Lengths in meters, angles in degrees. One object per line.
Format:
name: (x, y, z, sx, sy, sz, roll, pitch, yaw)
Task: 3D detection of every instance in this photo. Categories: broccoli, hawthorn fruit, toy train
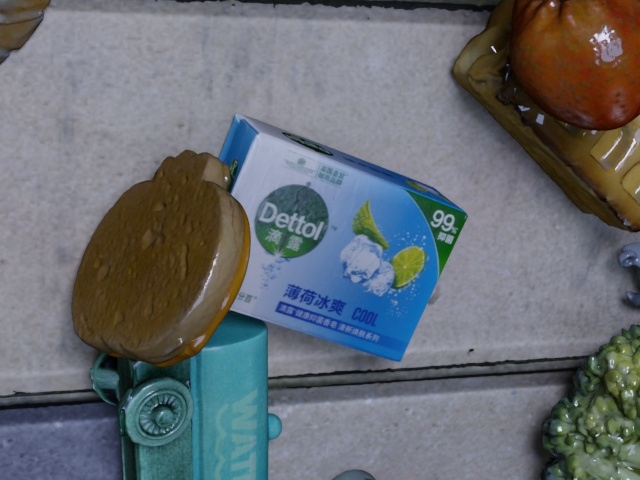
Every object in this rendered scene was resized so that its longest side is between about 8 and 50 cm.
broccoli: (0.342, 0.189, 1.011, 0.263, 0.243, 0.247, -42, 114, -5)
hawthorn fruit: (0.191, -0.140, 0.817, 0.128, 0.128, 0.128, -6, 110, -17)
toy train: (-0.103, 0.170, 0.942, 0.159, 0.101, 0.248, -12, 114, -29)

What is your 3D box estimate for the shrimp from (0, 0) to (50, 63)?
shrimp: (-0.299, -0.162, 0.789, 0.236, 0.053, 0.133, -17, 133, -16)

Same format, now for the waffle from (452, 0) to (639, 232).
waffle: (0.285, -0.189, 0.945, 0.224, 0.098, 0.328, 40, 91, -27)

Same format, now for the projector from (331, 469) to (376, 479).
projector: (-0.014, 0.328, 0.964, 0.250, 0.198, 0.108, -34, 116, -6)

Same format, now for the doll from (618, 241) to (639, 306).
doll: (0.351, 0.021, 1.058, 0.194, 0.062, 0.104, 3, 150, -25)

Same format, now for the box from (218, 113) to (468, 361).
box: (0.000, 0.000, 0.924, 0.194, 0.073, 0.139, 19, 102, -23)

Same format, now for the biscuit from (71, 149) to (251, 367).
biscuit: (-0.110, 0.014, 0.848, 0.050, 0.170, 0.170, 31, 97, -41)
